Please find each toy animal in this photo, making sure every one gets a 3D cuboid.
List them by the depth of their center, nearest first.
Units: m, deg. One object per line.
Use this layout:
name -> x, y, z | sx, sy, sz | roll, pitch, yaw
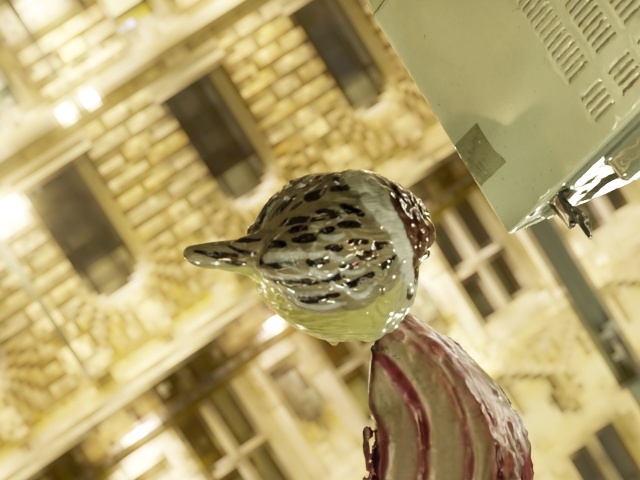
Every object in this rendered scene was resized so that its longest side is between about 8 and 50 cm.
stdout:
toy animal -> 0.000, 0.000, 1.065 | 0.098, 0.137, 0.098 | -34, -134, 45

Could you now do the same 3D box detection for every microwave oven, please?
microwave oven -> 0.162, -0.136, 0.992 | 0.145, 0.194, 0.240 | -26, 167, -33

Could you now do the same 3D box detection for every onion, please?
onion -> 0.100, 0.216, 1.506 | 0.146, 0.314, 0.280 | -2, 160, 13
